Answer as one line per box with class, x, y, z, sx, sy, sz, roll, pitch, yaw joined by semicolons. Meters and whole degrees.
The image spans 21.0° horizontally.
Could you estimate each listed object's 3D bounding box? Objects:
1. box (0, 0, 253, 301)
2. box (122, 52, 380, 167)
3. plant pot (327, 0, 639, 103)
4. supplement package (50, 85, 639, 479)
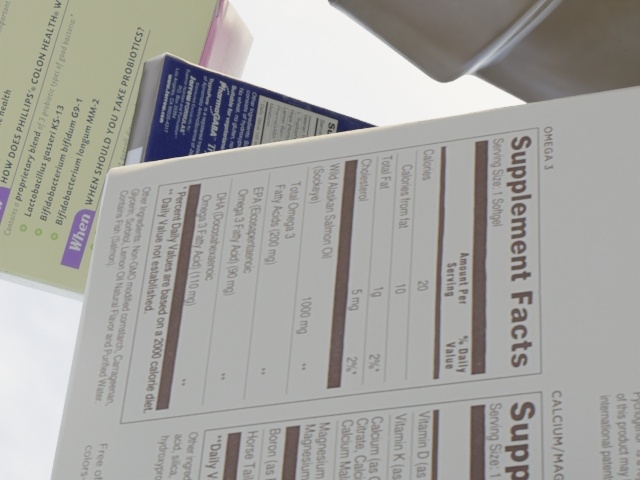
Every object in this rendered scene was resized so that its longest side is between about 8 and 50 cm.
box;-0.196;-0.080;1.164;0.117;0.243;0.213;49;-124;-78
box;0.000;0.000;0.909;0.225;0.036;0.136;16;-103;-26
plant pot;0.207;-0.131;0.684;0.280;0.323;0.323;41;-145;-4
supplement package;0.084;0.094;0.479;0.199;0.263;0.198;64;-156;-48
